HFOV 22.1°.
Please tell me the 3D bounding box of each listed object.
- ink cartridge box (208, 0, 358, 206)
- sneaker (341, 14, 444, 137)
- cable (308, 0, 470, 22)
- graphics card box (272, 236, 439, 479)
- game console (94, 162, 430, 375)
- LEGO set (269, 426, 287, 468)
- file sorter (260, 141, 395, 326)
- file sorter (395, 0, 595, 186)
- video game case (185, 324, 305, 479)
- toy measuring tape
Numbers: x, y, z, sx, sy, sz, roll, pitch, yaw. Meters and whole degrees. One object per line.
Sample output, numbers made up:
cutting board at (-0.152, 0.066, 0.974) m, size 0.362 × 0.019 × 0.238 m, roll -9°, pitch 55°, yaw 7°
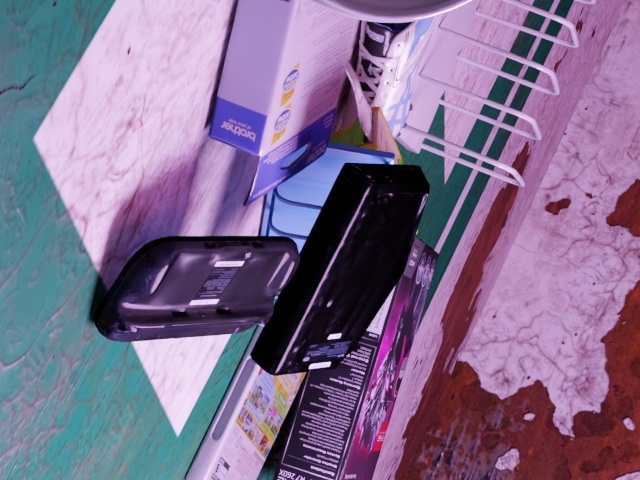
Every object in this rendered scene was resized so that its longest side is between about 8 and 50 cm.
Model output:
ink cartridge box at (-0.017, -0.199, 1.437) m, size 0.186 × 0.065 × 0.311 m, roll -41°, pitch 147°, yaw -60°
sneaker at (0.067, -0.196, 1.758) m, size 0.086 × 0.085 × 0.237 m, roll -2°, pitch 120°, yaw -46°
cable at (0.049, -0.283, 1.159) m, size 0.089 × 0.257 × 0.257 m, roll -44°, pitch 150°, yaw -84°
graphics card box at (0.048, 0.167, 2.131) m, size 0.233 × 0.094 × 0.371 m, roll 31°, pitch 75°, yaw -75°
game console at (-0.043, 0.026, 1.439) m, size 0.361 × 0.044 × 0.213 m, roll -1°, pitch 124°, yaw -52°
LEGO set at (-0.053, 0.265, 2.118) m, size 0.083 × 0.023 × 0.054 m, roll 80°, pitch 30°, yaw -42°
file sorter at (0.000, 0.000, 1.629) m, size 0.104 × 0.118 × 0.170 m, roll -84°, pitch -176°, yaw -52°
file sorter at (0.221, -0.229, 2.076) m, size 0.193 × 0.173 × 0.278 m, roll 23°, pitch 88°, yaw -77°
video game case at (-0.082, 0.208, 1.899) m, size 0.206 × 0.026 × 0.227 m, roll -64°, pitch 165°, yaw -14°
toy measuring tape at (0.012, -0.097, 1.682) m, size 0.121 × 0.121 × 0.330 m, roll -60°, pitch 143°, yaw -29°
